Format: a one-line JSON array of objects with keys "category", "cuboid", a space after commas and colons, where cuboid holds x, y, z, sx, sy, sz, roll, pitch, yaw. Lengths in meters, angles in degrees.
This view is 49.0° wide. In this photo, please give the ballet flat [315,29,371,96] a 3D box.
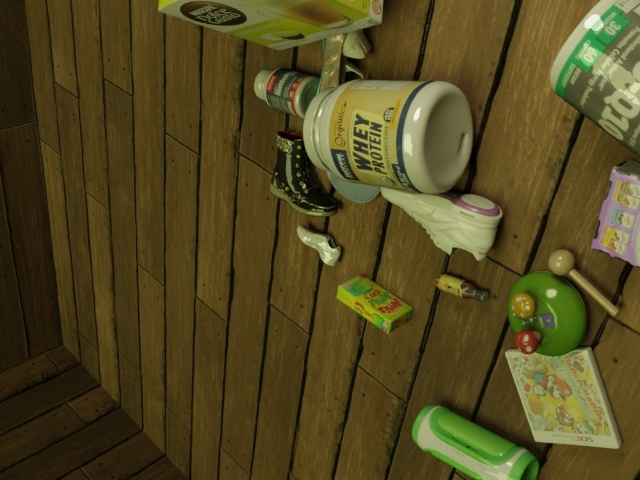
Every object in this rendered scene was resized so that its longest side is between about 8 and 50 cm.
[{"category": "ballet flat", "cuboid": [0.059, -0.417, 1.622, 0.106, 0.108, 0.316, 21, 132, 16]}]

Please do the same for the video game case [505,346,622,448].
[{"category": "video game case", "cuboid": [0.527, 0.342, 1.535, 0.206, 0.026, 0.227, -13, 99, 50]}]

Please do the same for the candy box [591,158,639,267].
[{"category": "candy box", "cuboid": [0.598, -0.030, 1.230, 0.196, 0.070, 0.165, 29, 129, 36]}]

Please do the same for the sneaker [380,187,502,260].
[{"category": "sneaker", "cuboid": [0.252, -0.050, 1.566, 0.305, 0.114, 0.152, 27, 126, 37]}]

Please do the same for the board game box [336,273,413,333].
[{"category": "board game box", "cuboid": [0.140, 0.162, 1.818, 0.181, 0.092, 0.043, 33, 130, 33]}]

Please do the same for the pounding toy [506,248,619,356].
[{"category": "pounding toy", "cuboid": [0.452, 0.148, 1.434, 0.183, 0.110, 0.237, 58, 139, 21]}]

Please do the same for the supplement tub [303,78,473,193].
[{"category": "supplement tub", "cuboid": [0.140, -0.227, 1.502, 0.316, 0.228, 0.229, 12, 118, 41]}]

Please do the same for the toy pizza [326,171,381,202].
[{"category": "toy pizza", "cuboid": [0.085, -0.192, 1.744, 0.201, 0.032, 0.201, 25, 128, 38]}]

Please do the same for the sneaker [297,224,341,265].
[{"category": "sneaker", "cuboid": [0.000, 0.000, 1.929, 0.152, 0.053, 0.061, 42, 126, 17]}]

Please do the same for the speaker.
[{"category": "speaker", "cuboid": [0.373, 0.512, 1.713, 0.296, 0.131, 0.131, 21, 124, 41]}]

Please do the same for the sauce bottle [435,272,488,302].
[{"category": "sauce bottle", "cuboid": [0.327, 0.111, 1.624, 0.128, 0.042, 0.042, 20, 123, 43]}]

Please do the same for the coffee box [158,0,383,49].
[{"category": "coffee box", "cuboid": [-0.096, -0.613, 1.411, 0.337, 0.334, 0.339, 1, 87, 47]}]

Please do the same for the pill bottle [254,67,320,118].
[{"category": "pill bottle", "cuboid": [-0.080, -0.376, 1.771, 0.180, 0.108, 0.108, 25, 126, 38]}]

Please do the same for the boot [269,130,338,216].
[{"category": "boot", "cuboid": [-0.044, -0.176, 1.855, 0.236, 0.085, 0.179, 30, 127, 36]}]

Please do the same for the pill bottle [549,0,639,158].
[{"category": "pill bottle", "cuboid": [0.554, -0.212, 1.079, 0.361, 0.204, 0.204, 45, 137, 22]}]
